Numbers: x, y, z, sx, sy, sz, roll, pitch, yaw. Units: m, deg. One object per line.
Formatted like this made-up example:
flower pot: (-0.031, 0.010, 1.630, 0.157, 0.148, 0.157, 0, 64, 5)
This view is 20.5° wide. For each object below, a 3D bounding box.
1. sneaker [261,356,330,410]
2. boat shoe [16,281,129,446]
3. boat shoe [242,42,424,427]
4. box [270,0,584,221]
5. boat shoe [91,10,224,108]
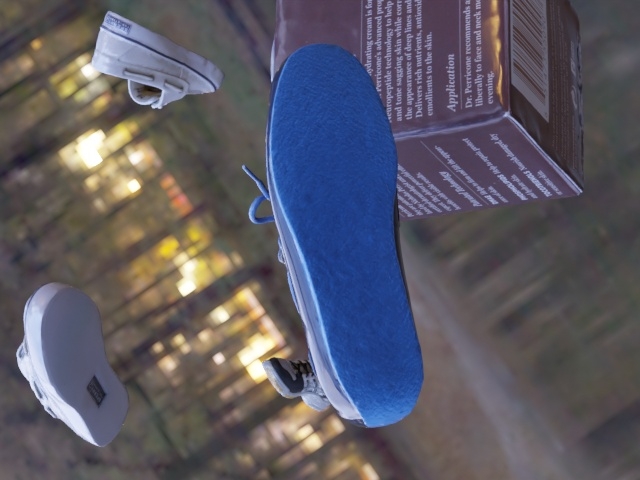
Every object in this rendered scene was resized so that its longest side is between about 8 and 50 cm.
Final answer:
sneaker: (-0.009, 0.092, 1.239, 0.083, 0.037, 0.032, 28, -152, -56)
boat shoe: (-0.277, 0.125, 1.879, 0.088, 0.096, 0.267, 20, 156, 22)
boat shoe: (0.000, 0.000, 1.185, 0.089, 0.109, 0.258, 139, 129, -69)
box: (0.088, -0.125, 1.406, 0.167, 0.203, 0.168, 35, -128, -56)
boat shoe: (-0.081, -0.083, 0.873, 0.035, 0.035, 0.100, 27, -177, 22)
